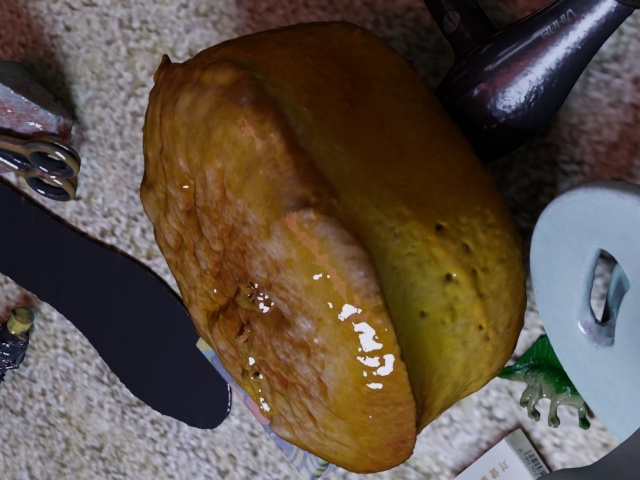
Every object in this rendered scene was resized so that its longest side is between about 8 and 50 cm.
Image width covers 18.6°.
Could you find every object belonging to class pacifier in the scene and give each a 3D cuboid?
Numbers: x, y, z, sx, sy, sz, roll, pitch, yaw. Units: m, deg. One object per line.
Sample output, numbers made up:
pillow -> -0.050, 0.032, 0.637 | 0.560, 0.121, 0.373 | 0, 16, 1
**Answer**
pacifier -> 0.209, 0.136, 1.132 | 0.343, 0.269, 0.288 | 44, 156, 28

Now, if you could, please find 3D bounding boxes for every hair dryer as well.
hair dryer -> 0.101, -0.174, 1.262 | 0.195, 0.075, 0.219 | -44, 65, 45

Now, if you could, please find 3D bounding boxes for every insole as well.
insole -> -0.195, 0.047, 1.669 | 0.348, 0.009, 0.119 | 33, 124, 31

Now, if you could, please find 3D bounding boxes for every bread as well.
bread -> 0.003, 0.005, 1.297 | 0.312, 0.172, 0.312 | 49, 155, 33

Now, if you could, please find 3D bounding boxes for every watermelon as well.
watermelon -> -0.266, -0.102, 1.644 | 0.094, 0.081, 0.180 | 54, 153, -6

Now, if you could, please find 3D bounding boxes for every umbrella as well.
umbrella -> -0.292, 0.108, 1.764 | 0.040, 0.037, 0.144 | 34, 133, -5

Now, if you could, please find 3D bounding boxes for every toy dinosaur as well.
toy dinosaur -> 0.151, 0.091, 1.339 | 0.119, 0.029, 0.060 | 20, 103, 44

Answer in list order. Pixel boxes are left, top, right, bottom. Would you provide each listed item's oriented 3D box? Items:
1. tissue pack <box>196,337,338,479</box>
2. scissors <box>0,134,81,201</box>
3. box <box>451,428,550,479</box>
tissue pack -> -0.014, 0.093, 1.469 | 0.148, 0.060, 0.109 | 50, 134, 17
scissors -> -0.303, -0.091, 1.623 | 0.220, 0.017, 0.088 | 21, 154, 0
box -> 0.157, 0.225, 1.377 | 0.167, 0.024, 0.090 | 56, 135, 13
